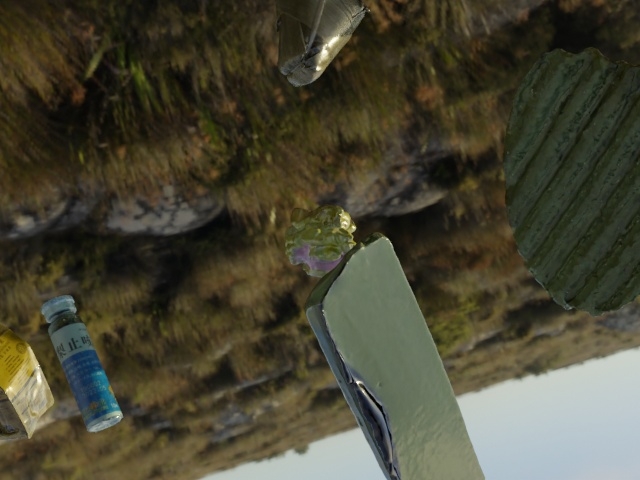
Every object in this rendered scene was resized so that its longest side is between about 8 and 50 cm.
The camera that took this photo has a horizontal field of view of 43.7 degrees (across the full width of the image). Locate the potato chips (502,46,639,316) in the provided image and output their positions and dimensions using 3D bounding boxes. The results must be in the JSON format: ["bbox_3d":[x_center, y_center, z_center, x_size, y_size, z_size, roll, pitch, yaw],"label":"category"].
[{"bbox_3d":[0.430,-0.094,1.284,0.070,0.358,0.429,-15,139,-37],"label":"potato chips"}]

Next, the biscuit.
[{"bbox_3d":[0.067,0.134,0.653,0.038,0.322,0.099,12,-132,43],"label":"biscuit"}]

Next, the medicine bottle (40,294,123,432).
[{"bbox_3d":[-0.329,0.168,1.095,0.051,0.191,0.051,-26,163,-9],"label":"medicine bottle"}]

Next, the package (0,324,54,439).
[{"bbox_3d":[-0.353,0.154,0.895,0.047,0.131,0.071,-7,-156,18],"label":"package"}]

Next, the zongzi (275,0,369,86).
[{"bbox_3d":[-0.037,-0.297,0.991,0.078,0.176,0.160,-22,-149,47],"label":"zongzi"}]

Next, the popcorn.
[{"bbox_3d":[0.000,0.000,1.379,0.126,0.126,0.145,5,170,-1],"label":"popcorn"}]
